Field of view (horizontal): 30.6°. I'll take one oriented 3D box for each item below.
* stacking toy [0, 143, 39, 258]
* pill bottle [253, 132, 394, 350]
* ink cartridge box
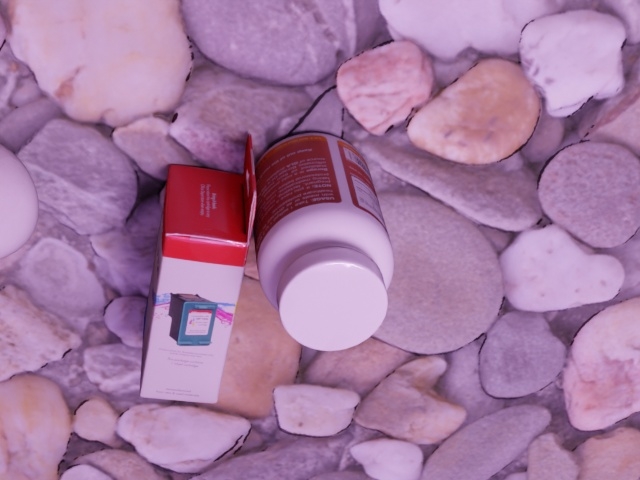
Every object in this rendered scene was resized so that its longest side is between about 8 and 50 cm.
[{"bbox_3d":[-0.408,-0.113,0.926,0.351,0.350,0.480,-38,134,16],"label":"stacking toy"},{"bbox_3d":[0.000,0.000,1.055,0.121,0.216,0.121,-3,121,-5],"label":"pill bottle"},{"bbox_3d":[-0.117,0.022,1.103,0.078,0.134,0.231,7,120,-11],"label":"ink cartridge box"}]
